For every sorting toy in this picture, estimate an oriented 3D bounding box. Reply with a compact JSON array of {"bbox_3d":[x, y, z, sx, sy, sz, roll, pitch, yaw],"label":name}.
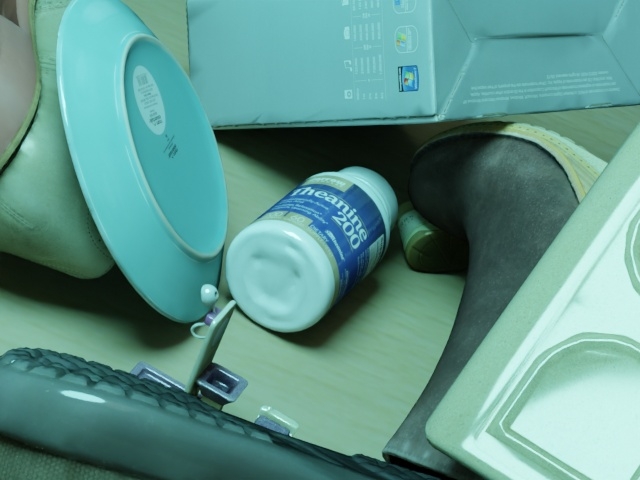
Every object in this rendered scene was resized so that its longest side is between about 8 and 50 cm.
[{"bbox_3d":[0.223,0.030,0.833,0.229,0.041,0.307,30,74,27],"label":"sorting toy"}]

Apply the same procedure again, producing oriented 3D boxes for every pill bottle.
[{"bbox_3d":[0.000,0.000,1.002,0.067,0.067,0.120,32,33,11],"label":"pill bottle"}]

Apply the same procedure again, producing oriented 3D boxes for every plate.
[{"bbox_3d":[-0.087,-0.048,0.936,0.024,0.188,0.188,-16,28,17],"label":"plate"}]

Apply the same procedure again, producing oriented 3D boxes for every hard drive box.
[{"bbox_3d":[0.055,-0.118,1.081,0.181,0.089,0.232,-7,5,-40],"label":"hard drive box"}]

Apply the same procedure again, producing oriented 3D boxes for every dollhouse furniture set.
[{"bbox_3d":[-0.063,0.080,0.831,0.091,0.081,0.114,29,32,8],"label":"dollhouse furniture set"}]

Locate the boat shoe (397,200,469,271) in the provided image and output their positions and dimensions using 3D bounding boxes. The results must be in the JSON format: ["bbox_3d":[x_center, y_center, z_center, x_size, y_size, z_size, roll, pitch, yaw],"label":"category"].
[{"bbox_3d":[0.110,-0.009,1.103,0.135,0.050,0.045,3,43,-30],"label":"boat shoe"}]

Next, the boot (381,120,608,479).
[{"bbox_3d":[0.094,0.039,0.946,0.248,0.090,0.207,20,58,43],"label":"boot"}]

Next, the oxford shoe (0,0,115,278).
[{"bbox_3d":[-0.164,-0.091,1.018,0.130,0.123,0.348,40,25,-24],"label":"oxford shoe"}]

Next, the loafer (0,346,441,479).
[{"bbox_3d":[0.005,0.159,0.753,0.366,0.130,0.134,22,-2,-20],"label":"loafer"}]
